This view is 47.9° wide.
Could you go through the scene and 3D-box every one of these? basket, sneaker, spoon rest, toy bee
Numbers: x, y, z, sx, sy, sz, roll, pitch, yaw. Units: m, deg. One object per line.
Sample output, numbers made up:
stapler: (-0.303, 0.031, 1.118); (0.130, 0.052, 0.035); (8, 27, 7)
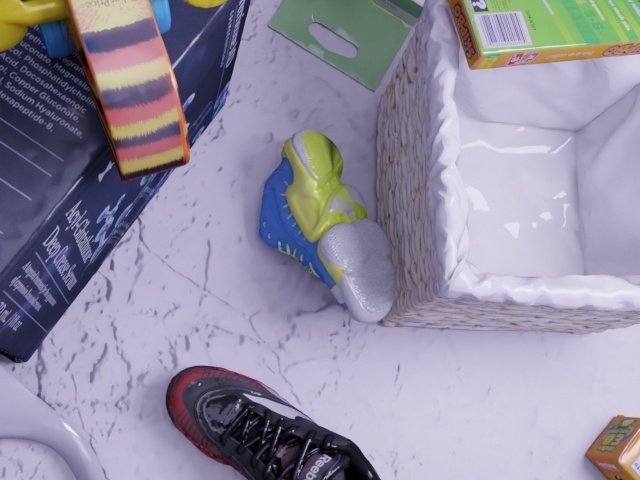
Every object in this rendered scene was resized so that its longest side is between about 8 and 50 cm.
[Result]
basket: (0.239, -0.068, 0.812); (0.328, 0.266, 0.331); (4, 76, -12)
sneaker: (0.000, 0.000, 0.813); (0.091, 0.126, 0.240); (5, 56, -38)
spoon rest: (-0.320, 0.181, 0.707); (0.276, 0.137, 0.084); (44, 29, -6)
sneaker: (-0.038, 0.217, 0.743); (0.276, 0.135, 0.097); (36, 73, -1)
toy bee: (-0.171, -0.194, 0.496); (0.195, 0.162, 0.298); (-41, 88, -18)

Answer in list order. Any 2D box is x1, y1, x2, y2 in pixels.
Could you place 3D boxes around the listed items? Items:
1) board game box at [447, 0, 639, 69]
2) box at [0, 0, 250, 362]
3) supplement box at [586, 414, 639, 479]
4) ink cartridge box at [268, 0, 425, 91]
board game box: (0.248, -0.238, 0.706); (0.260, 0.039, 0.124); (-10, 74, -14)
box: (-0.267, -0.110, 0.691); (0.212, 0.293, 0.395); (34, 71, -3)
supplement box: (0.431, 0.317, 0.857); (0.080, 0.078, 0.233); (-40, 87, -16)
ink cartridge box: (0.061, -0.339, 0.955); (0.171, 0.056, 0.235); (31, 69, -4)
